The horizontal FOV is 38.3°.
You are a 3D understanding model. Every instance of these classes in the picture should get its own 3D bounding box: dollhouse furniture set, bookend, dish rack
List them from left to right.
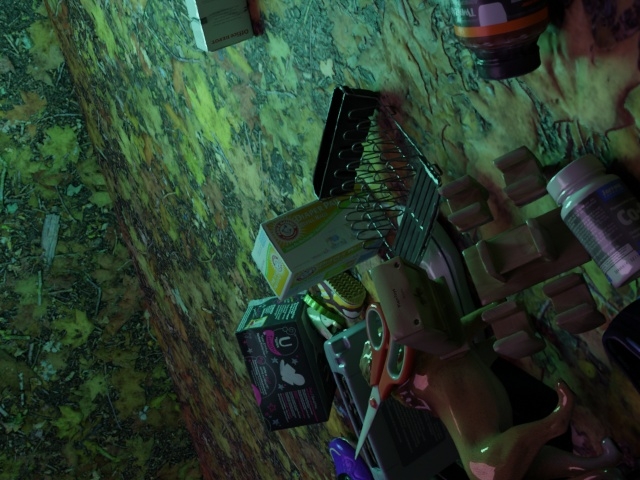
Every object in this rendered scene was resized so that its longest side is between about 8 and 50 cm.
[{"bbox_3d":[0.084,-0.085,1.377,0.271,0.074,0.208,-121,33,-42],"label":"dish rack"},{"bbox_3d":[0.211,0.045,1.133,0.161,0.242,0.212,25,-137,-58],"label":"dollhouse furniture set"},{"bbox_3d":[0.293,0.277,1.375,0.157,0.072,0.156,32,141,53],"label":"bookend"}]

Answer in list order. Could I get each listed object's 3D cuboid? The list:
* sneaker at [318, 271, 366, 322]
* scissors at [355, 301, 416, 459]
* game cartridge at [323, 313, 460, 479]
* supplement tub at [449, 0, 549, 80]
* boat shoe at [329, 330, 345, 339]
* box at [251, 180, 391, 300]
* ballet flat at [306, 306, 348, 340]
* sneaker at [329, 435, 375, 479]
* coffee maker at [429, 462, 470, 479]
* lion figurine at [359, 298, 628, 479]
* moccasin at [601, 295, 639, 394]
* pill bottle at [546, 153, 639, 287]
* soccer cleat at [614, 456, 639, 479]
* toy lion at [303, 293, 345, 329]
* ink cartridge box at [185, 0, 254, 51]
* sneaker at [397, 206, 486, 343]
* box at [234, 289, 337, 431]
[{"bbox_3d":[0.014,0.079,1.778,0.185,0.070,0.083,51,149,31],"label":"sneaker"},{"bbox_3d":[0.084,0.219,1.277,0.109,0.021,0.297,40,133,48],"label":"scissors"},{"bbox_3d":[0.137,0.256,1.528,0.060,0.196,0.294,4,117,64],"label":"game cartridge"},{"bbox_3d":[0.189,-0.277,0.994,0.106,0.106,0.197,23,134,58],"label":"supplement tub"},{"bbox_3d":[0.093,0.208,1.733,0.228,0.080,0.076,31,134,52],"label":"boat shoe"},{"bbox_3d":[0.000,0.000,1.555,0.103,0.203,0.114,57,156,18],"label":"box"},{"bbox_3d":[0.036,0.187,1.882,0.168,0.057,0.052,50,125,23],"label":"ballet flat"},{"bbox_3d":[0.079,0.583,2.051,0.293,0.146,0.102,57,156,18],"label":"sneaker"},{"bbox_3d":[0.232,0.439,1.604,0.178,0.171,0.120,34,149,23],"label":"coffee maker"},{"bbox_3d":[0.212,0.225,1.239,0.142,0.240,0.392,41,-166,-45],"label":"lion figurine"},{"bbox_3d":[0.414,0.225,1.002,0.342,0.117,0.137,59,157,13],"label":"moccasin"},{"bbox_3d":[0.316,-0.023,1.013,0.137,0.078,0.078,57,156,18],"label":"pill bottle"},{"bbox_3d":[0.395,0.382,1.241,0.121,0.093,0.289,51,155,14],"label":"soccer cleat"},{"bbox_3d":[0.004,0.132,1.819,0.096,0.034,0.100,32,-176,-27],"label":"toy lion"},{"bbox_3d":[-0.187,-0.422,1.664,0.056,0.099,0.135,33,141,52],"label":"ink cartridge box"},{"bbox_3d":[0.169,0.073,1.407,0.258,0.091,0.094,66,157,-3],"label":"sneaker"},{"bbox_3d":[-0.066,0.254,1.969,0.163,0.142,0.247,-68,-35,-66],"label":"box"}]
